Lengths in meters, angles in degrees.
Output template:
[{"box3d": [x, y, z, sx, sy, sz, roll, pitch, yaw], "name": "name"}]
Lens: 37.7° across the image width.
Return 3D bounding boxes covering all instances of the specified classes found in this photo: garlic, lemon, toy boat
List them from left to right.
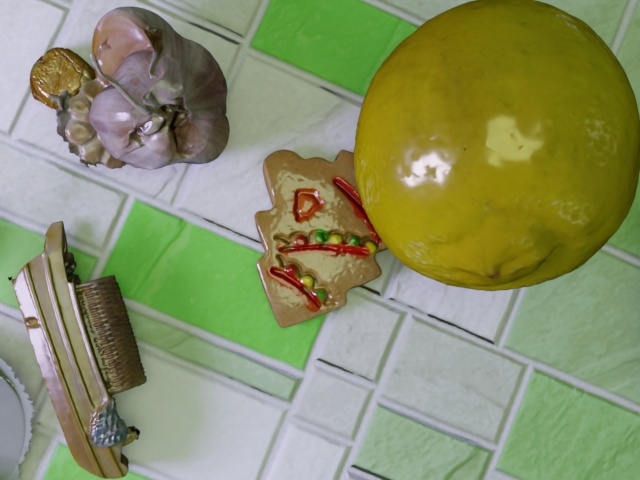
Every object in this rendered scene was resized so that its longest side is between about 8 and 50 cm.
[{"box3d": [-0.275, 0.127, 1.111, 0.115, 0.089, 0.310, -19, 88, -11], "name": "toy boat"}, {"box3d": [-0.229, -0.156, 1.076, 0.207, 0.257, 0.207, 4, 99, 23], "name": "garlic"}, {"box3d": [0.199, -0.108, 1.071, 0.348, 0.348, 0.347, 1, 86, -7], "name": "lemon"}]

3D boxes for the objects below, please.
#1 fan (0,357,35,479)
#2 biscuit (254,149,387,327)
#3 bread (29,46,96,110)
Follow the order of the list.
[{"box3d": [-0.441, 0.137, 1.080, 0.233, 0.012, 0.414, 9, 99, -10], "name": "fan"}, {"box3d": [0.000, 0.000, 1.180, 0.212, 0.041, 0.238, 25, 82, -6], "name": "biscuit"}, {"box3d": [-0.316, -0.197, 1.152, 0.083, 0.046, 0.081, 2, 80, -5], "name": "bread"}]
